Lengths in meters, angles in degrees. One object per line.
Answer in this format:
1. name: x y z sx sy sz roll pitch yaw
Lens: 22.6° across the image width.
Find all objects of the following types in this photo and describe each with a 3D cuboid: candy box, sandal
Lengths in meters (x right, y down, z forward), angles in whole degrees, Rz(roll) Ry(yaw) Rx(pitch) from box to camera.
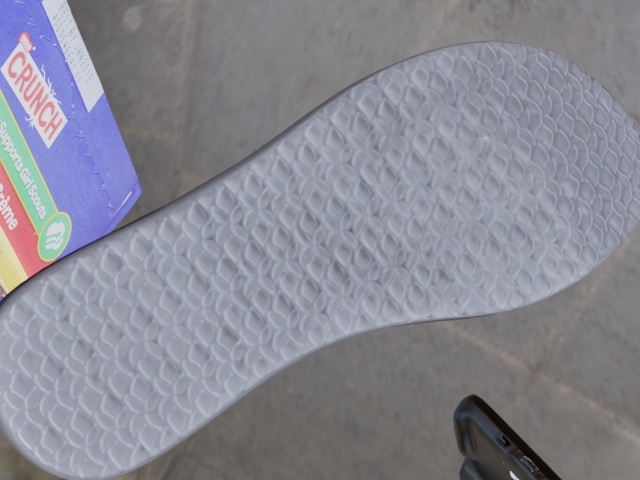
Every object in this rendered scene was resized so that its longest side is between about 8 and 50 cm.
1. candy box: -0.289 -0.116 0.924 0.317 0.122 0.268 17 147 24
2. sandal: -0.001 -0.001 0.562 0.254 0.054 0.097 -21 92 -17

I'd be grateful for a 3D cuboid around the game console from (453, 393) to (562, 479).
1. game console: 0.183 0.207 0.998 0.044 0.361 0.213 -20 124 -19
